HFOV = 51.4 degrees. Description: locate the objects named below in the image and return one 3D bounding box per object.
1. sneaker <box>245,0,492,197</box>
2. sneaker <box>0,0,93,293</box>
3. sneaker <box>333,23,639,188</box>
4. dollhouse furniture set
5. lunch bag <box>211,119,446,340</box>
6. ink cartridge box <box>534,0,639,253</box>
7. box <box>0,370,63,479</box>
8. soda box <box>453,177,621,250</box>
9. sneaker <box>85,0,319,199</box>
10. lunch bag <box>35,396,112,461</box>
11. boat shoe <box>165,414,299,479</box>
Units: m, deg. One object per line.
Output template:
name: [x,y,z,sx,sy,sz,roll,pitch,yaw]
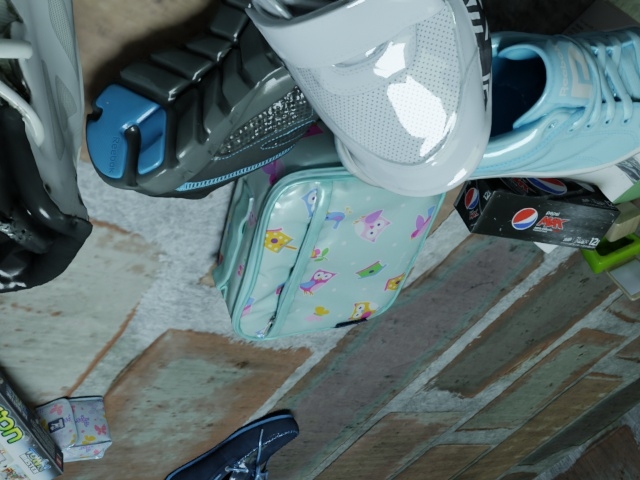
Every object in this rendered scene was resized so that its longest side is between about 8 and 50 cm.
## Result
sneaker: [-0.019,-0.152,0.336,0.137,0.210,0.365,-17,113,26]
sneaker: [-0.174,-0.144,0.316,0.169,0.257,0.447,-14,141,-20]
sneaker: [0.200,-0.118,0.571,0.366,0.135,0.150,-16,180,-8]
dollhouse furniture set: [0.544,-0.050,1.017,0.198,0.151,0.301,-23,144,-9]
lunch bag: [0.000,0.000,0.740,0.224,0.108,0.279,-9,140,-27]
ink cartridge box: [0.293,-0.124,0.769,0.172,0.100,0.237,32,114,-35]
box: [-0.383,0.206,0.729,0.114,0.036,0.207,-23,123,-9]
soda box: [0.235,-0.035,0.723,0.169,0.053,0.060,7,127,-22]
sneaker: [-0.030,-0.153,0.554,0.341,0.125,0.140,-32,165,7]
lunch bag: [-0.316,0.241,0.846,0.083,0.071,0.053,6,134,-37]
boat shoe: [-0.140,0.395,1.140,0.258,0.089,0.109,-35,144,8]
